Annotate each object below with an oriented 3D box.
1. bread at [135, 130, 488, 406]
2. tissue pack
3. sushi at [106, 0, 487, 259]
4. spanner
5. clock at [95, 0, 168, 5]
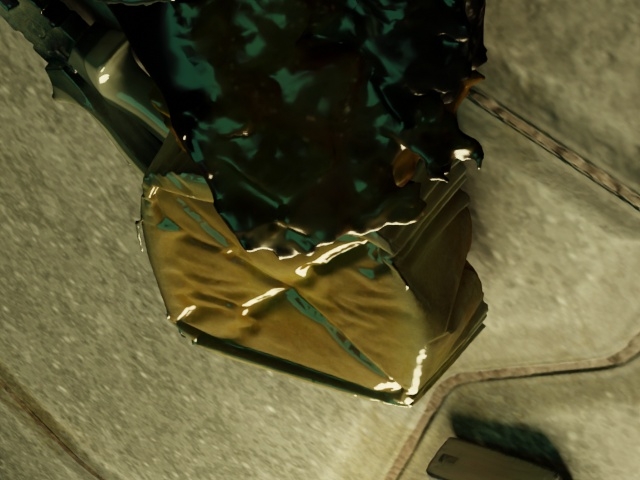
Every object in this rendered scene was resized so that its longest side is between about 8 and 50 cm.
[{"bbox_3d":[-0.001,-0.001,1.215,0.209,0.110,0.192,12,140,24],"label":"bread"},{"bbox_3d":[0.158,0.227,1.447,0.112,0.051,0.156,13,143,43],"label":"tissue pack"},{"bbox_3d":[-0.016,-0.111,1.022,0.213,0.204,0.200,-6,112,3],"label":"sushi"},{"bbox_3d":[-0.139,-0.099,1.316,0.325,0.040,0.095,45,150,-16],"label":"spanner"},{"bbox_3d":[-0.104,-0.256,0.783,0.318,0.066,0.319,12,125,17],"label":"clock"}]
